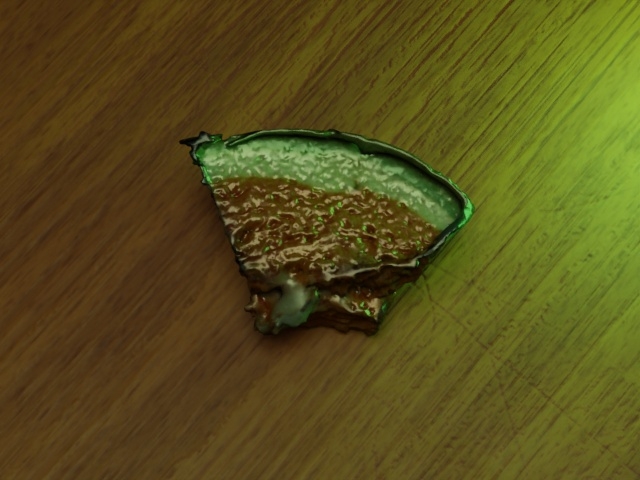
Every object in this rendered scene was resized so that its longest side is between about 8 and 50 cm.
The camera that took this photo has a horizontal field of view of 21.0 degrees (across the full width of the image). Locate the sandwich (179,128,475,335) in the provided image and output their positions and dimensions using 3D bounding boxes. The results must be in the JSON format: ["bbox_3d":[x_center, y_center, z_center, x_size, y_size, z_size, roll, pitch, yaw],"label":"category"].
[{"bbox_3d":[0.011,-0.009,1.750,0.292,0.109,0.212,-4,74,3],"label":"sandwich"}]
